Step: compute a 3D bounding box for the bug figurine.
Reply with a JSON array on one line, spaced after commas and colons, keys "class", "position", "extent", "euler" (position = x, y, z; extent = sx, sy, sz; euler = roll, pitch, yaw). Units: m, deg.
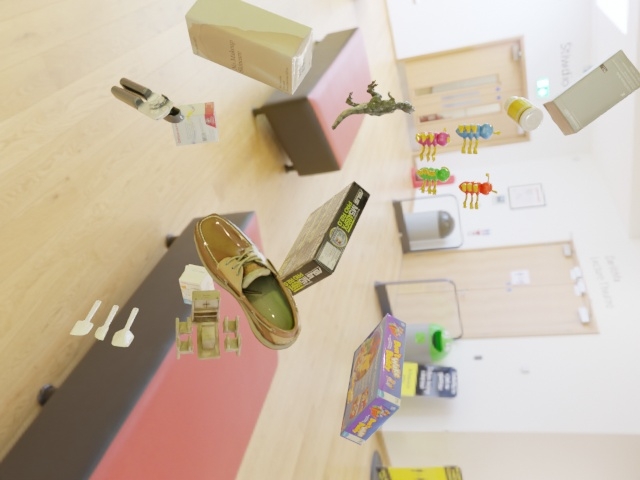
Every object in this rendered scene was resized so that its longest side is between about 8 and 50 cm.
[{"class": "bug figurine", "position": [0.348, -0.207, 1.409], "extent": [0.279, 0.216, 0.072], "euler": [73, 34, -47]}]

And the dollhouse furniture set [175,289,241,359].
[{"class": "dollhouse furniture set", "position": [-0.400, 0.320, 1.935], "extent": [0.161, 0.212, 0.242], "euler": [105, -21, -46]}]

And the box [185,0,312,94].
[{"class": "box", "position": [-0.185, -0.524, 1.447], "extent": [0.148, 0.311, 0.121], "euler": [93, 23, -64]}]

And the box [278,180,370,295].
[{"class": "box", "position": [0.000, 0.000, 1.362], "extent": [0.060, 0.216, 0.270], "euler": [38, 52, -14]}]

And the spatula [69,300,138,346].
[{"class": "spatula", "position": [-0.648, 0.252, 1.686], "extent": [0.242, 0.168, 0.019], "euler": [-112, -144, -72]}]

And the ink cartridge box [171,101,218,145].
[{"class": "ink cartridge box", "position": [-0.511, -0.476, 2.237], "extent": [0.127, 0.176, 0.128], "euler": [-106, -169, -52]}]

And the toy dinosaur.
[{"class": "toy dinosaur", "position": [0.134, -0.376, 1.513], "extent": [0.064, 0.268, 0.118], "euler": [98, -29, -51]}]

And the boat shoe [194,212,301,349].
[{"class": "boat shoe", "position": [-0.141, 0.073, 1.138], "extent": [0.324, 0.122, 0.120], "euler": [52, -24, 8]}]

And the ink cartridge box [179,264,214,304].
[{"class": "ink cartridge box", "position": [-0.467, 0.164, 2.072], "extent": [0.090, 0.092, 0.143], "euler": [-67, 161, -47]}]

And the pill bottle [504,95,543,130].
[{"class": "pill bottle", "position": [0.537, -0.342, 1.463], "extent": [0.116, 0.065, 0.065], "euler": [-109, -179, -54]}]

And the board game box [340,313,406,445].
[{"class": "board game box", "position": [0.172, 0.435, 1.748], "extent": [0.233, 0.078, 0.347], "euler": [-57, -171, 36]}]

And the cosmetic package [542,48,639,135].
[{"class": "cosmetic package", "position": [0.794, -0.428, 1.608], "extent": [0.127, 0.238, 0.107], "euler": [51, 5, -2]}]

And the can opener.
[{"class": "can opener", "position": [-0.505, -0.395, 1.580], "extent": [0.074, 0.280, 0.093], "euler": [-49, 146, -15]}]
